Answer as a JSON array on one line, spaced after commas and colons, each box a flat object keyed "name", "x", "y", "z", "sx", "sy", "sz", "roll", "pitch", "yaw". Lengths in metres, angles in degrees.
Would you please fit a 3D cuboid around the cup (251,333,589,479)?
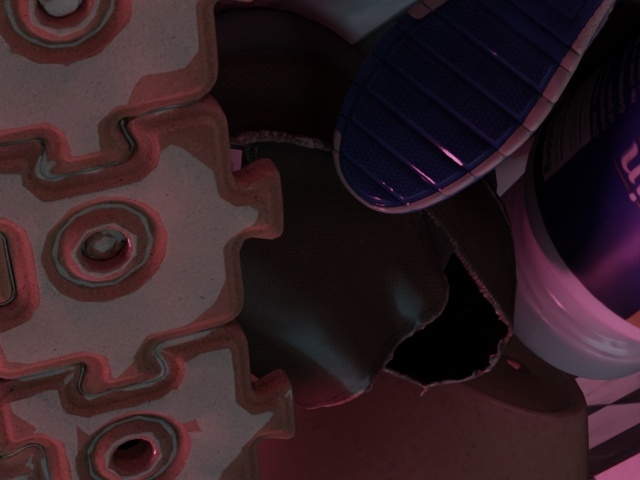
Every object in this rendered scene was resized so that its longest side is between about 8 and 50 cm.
[{"name": "cup", "x": 0.023, "y": 0.150, "z": 1.077, "sx": 0.331, "sy": 0.331, "sz": 0.237, "roll": 2, "pitch": 122, "yaw": -57}]

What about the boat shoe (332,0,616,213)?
[{"name": "boat shoe", "x": 0.078, "y": -0.084, "z": 0.720, "sx": 0.183, "sy": 0.066, "sz": 0.066, "roll": -47, "pitch": 175, "yaw": 12}]

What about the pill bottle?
[{"name": "pill bottle", "x": 0.197, "y": -0.037, "z": 0.941, "sx": 0.153, "sy": 0.153, "sz": 0.264, "roll": -14, "pitch": 160, "yaw": -33}]

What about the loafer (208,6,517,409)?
[{"name": "loafer", "x": 0.000, "y": 0.000, "z": 0.806, "sx": 0.134, "sy": 0.130, "sz": 0.366, "roll": -32, "pitch": 160, "yaw": 26}]

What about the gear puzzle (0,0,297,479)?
[{"name": "gear puzzle", "x": -0.097, "y": 0.036, "z": 0.557, "sx": 0.175, "sy": 0.044, "sz": 0.339, "roll": -14, "pitch": 128, "yaw": -13}]

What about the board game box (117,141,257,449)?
[{"name": "board game box", "x": -0.106, "y": 0.024, "z": 0.676, "sx": 0.136, "sy": 0.030, "sz": 0.259, "roll": 9, "pitch": 156, "yaw": -7}]
